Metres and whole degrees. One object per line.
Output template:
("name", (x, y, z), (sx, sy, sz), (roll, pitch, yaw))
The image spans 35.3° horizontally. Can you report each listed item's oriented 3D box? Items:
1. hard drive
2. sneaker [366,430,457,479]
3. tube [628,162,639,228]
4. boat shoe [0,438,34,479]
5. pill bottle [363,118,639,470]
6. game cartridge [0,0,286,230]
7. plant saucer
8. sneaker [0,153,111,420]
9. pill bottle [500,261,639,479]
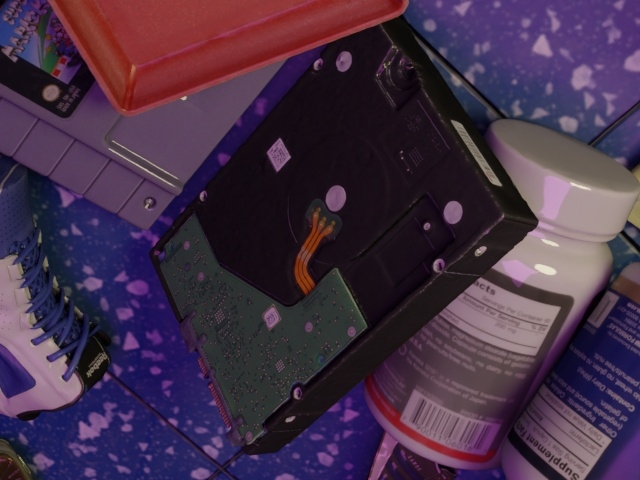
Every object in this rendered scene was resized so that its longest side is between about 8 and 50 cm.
("hard drive", (0.000, 0.000, 0.873), (0.339, 0.064, 0.237), (-45, 57, 28))
("sneaker", (0.097, 0.236, 1.038), (0.086, 0.064, 0.192), (20, 113, 7))
("tube", (0.352, -0.091, 0.852), (0.240, 0.062, 0.070), (-50, 56, 30))
("boat shoe", (-0.349, 0.301, 1.172), (0.056, 0.048, 0.153), (-23, 116, -5))
("pill bottle", (0.157, 0.047, 0.891), (0.161, 0.161, 0.283), (22, 114, 1))
("game cartridge", (-0.150, -0.185, 0.869), (0.230, 0.068, 0.355), (28, 119, -28))
("plant saucer", (-0.092, -0.243, 0.756), (0.259, 0.047, 0.259), (-19, 131, 8))
("sneaker", (-0.295, 0.067, 1.022), (0.182, 0.127, 0.315), (18, 122, -1))
("pill bottle", (0.242, 0.163, 0.814), (0.153, 0.153, 0.264), (33, 96, -4))
